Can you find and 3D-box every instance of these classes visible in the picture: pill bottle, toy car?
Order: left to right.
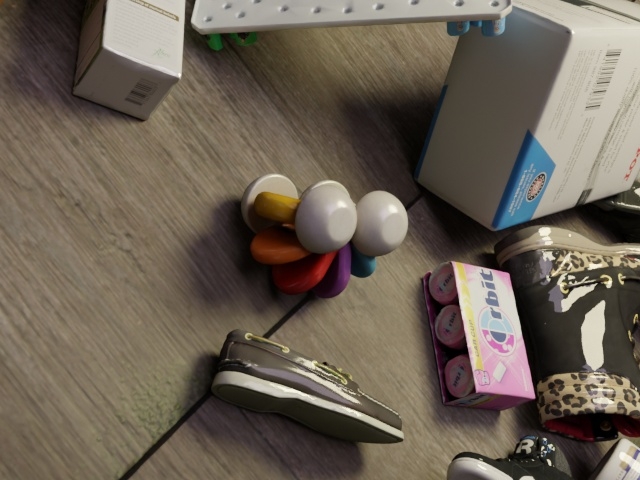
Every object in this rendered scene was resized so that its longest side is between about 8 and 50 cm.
[{"bbox_3d":[0.000,0.000,0.968,0.182,0.159,0.136,4,98,-38],"label":"toy car"},{"bbox_3d":[0.435,0.351,1.072,0.187,0.112,0.112,35,42,19],"label":"pill bottle"}]

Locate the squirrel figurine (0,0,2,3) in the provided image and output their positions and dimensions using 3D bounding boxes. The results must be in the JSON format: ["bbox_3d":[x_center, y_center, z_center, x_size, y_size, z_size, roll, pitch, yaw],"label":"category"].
[{"bbox_3d":[-0.320,-0.357,0.740,0.281,0.370,0.397,53,45,-1],"label":"squirrel figurine"}]

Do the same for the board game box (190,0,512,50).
[{"bbox_3d":[0.049,-0.410,1.130,0.390,0.050,0.389,-1,56,9],"label":"board game box"}]

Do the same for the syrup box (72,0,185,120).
[{"bbox_3d":[-0.215,-0.269,0.969,0.096,0.093,0.236,17,55,-30],"label":"syrup box"}]

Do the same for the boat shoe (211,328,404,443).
[{"bbox_3d":[-0.004,0.159,0.897,0.228,0.081,0.068,24,56,-23],"label":"boat shoe"}]

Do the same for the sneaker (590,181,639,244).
[{"bbox_3d":[0.525,-0.047,1.453,0.228,0.130,0.087,18,55,4],"label":"sneaker"}]

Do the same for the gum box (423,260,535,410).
[{"bbox_3d":[0.205,0.121,1.101,0.107,0.062,0.188,13,58,-33],"label":"gum box"}]

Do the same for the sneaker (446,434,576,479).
[{"bbox_3d":[0.234,0.281,1.028,0.217,0.079,0.121,38,43,-26],"label":"sneaker"}]

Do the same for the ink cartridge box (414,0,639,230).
[{"bbox_3d":[0.354,-0.201,1.234,0.395,0.285,0.166,-14,39,-43],"label":"ink cartridge box"}]

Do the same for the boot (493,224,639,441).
[{"bbox_3d":[0.431,0.143,1.217,0.378,0.138,0.284,14,56,-28],"label":"boot"}]
